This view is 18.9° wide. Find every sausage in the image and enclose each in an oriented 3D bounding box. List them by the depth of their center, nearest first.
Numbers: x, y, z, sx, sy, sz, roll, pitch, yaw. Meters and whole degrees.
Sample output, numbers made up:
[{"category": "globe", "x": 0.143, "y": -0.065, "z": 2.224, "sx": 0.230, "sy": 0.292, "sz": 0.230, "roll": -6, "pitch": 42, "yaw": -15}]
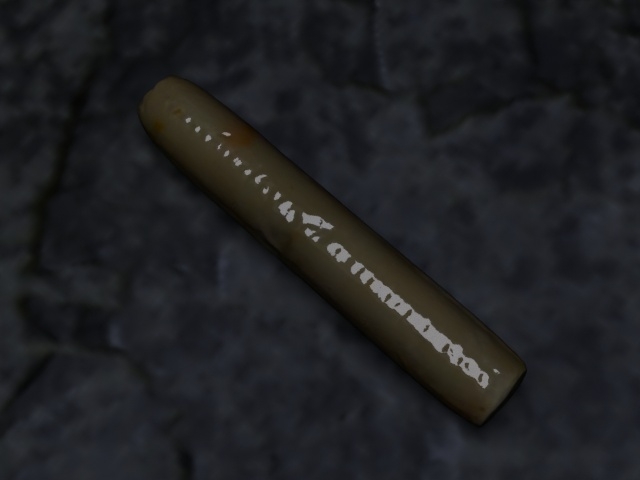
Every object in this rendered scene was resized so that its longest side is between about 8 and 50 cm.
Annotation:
[{"category": "sausage", "x": 0.000, "y": 0.000, "z": 0.516, "sx": 0.132, "sy": 0.024, "sz": 0.024, "roll": 41, "pitch": 77, "yaw": 16}]
